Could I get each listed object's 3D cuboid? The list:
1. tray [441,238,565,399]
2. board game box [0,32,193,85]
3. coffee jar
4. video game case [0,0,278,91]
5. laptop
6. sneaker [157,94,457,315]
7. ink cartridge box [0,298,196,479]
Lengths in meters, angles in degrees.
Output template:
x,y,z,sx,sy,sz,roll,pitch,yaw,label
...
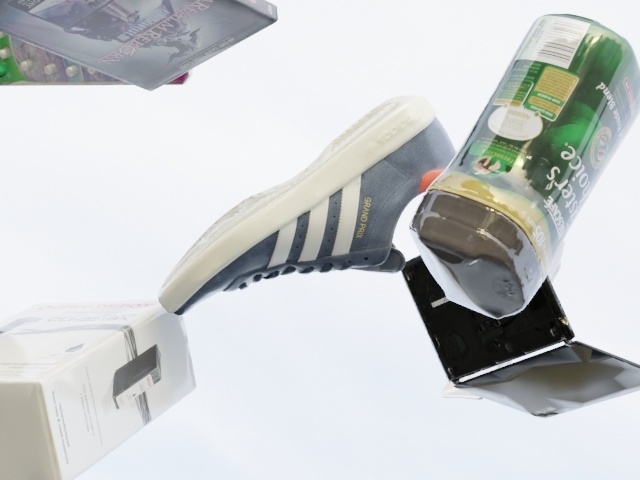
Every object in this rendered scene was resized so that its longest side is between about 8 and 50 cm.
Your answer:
x,y,z,sx,sy,sz,roll,pitch,yaw,label
0.275,0.120,1.787,0.030,0.270,0.145,33,-14,-11,tray
-0.375,-0.397,1.656,0.389,0.050,0.390,3,-69,26,board game box
0.130,-0.046,0.767,0.079,0.184,0.096,22,-21,32,coffee jar
-0.204,-0.230,1.184,0.196,0.026,0.274,-22,-27,37,video game case
0.259,0.100,1.520,0.234,0.136,0.264,-31,-99,51,laptop
0.000,0.000,1.274,0.350,0.131,0.148,-34,-77,3,sneaker
-0.282,0.151,1.269,0.197,0.273,0.114,-3,-78,23,ink cartridge box
